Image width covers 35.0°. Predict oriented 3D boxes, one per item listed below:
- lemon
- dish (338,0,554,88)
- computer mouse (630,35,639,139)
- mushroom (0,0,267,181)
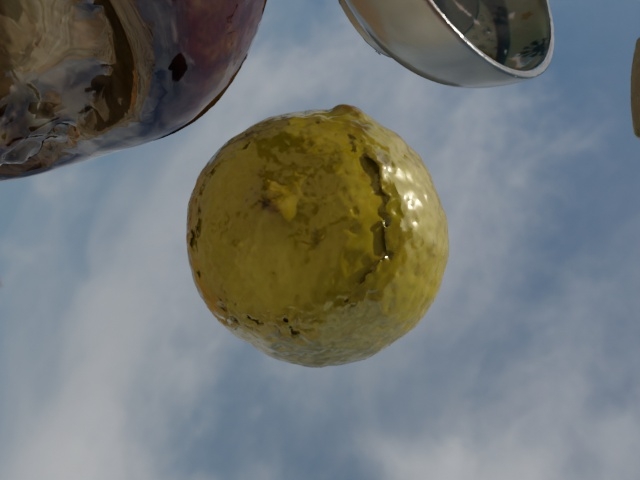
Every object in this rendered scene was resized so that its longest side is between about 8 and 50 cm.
[{"bbox_3d":[0.000,0.000,1.350,0.349,0.387,0.350,-4,-105,15],"label":"lemon"},{"bbox_3d":[0.064,-0.194,0.696,0.086,0.236,0.228,-27,-124,36],"label":"dish"},{"bbox_3d":[0.391,-0.149,1.029,0.231,0.079,0.128,-126,-145,-69],"label":"computer mouse"},{"bbox_3d":[-0.141,-0.129,0.410,0.253,0.253,0.153,-27,-152,40],"label":"mushroom"}]
